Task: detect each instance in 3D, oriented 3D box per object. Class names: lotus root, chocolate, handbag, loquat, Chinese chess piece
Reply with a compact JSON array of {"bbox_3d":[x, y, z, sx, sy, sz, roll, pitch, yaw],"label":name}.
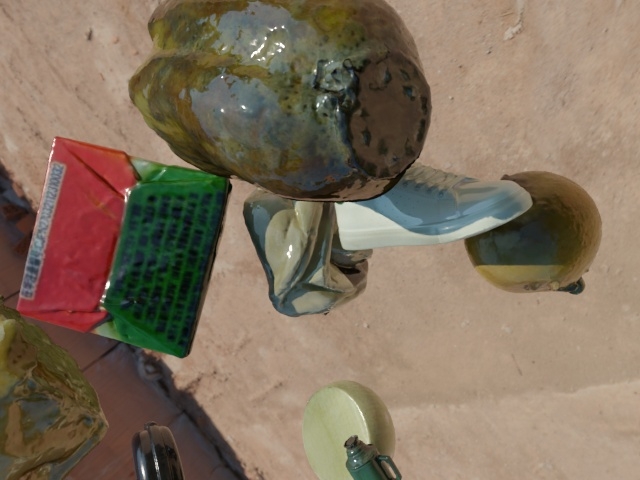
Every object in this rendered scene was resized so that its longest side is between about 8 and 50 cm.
[{"bbox_3d":[-0.041,-0.161,0.541,0.346,0.250,0.251,26,136,44],"label":"lotus root"},{"bbox_3d":[-0.369,0.007,0.976,0.340,0.161,0.361,15,95,-1],"label":"chocolate"},{"bbox_3d":[-0.392,0.567,1.173,0.308,0.092,0.254,-40,64,60],"label":"handbag"},{"bbox_3d":[0.288,-0.003,0.658,0.204,0.172,0.149,49,177,-6],"label":"loquat"},{"bbox_3d":[0.064,0.466,1.177,0.250,0.101,0.251,-7,81,47],"label":"Chinese chess piece"}]

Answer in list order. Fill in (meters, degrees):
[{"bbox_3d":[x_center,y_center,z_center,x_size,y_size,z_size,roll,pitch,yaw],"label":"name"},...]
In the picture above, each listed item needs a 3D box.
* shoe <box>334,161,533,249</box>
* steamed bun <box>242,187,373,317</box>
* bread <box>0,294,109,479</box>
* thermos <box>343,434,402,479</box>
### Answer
[{"bbox_3d":[0.112,-0.054,0.596,0.264,0.095,0.110,-13,99,44],"label":"shoe"},{"bbox_3d":[0.002,0.003,1.109,0.237,0.347,0.394,-13,147,11],"label":"steamed bun"},{"bbox_3d":[-0.369,0.204,0.508,0.196,0.252,0.239,35,156,23],"label":"bread"},{"bbox_3d":[0.108,0.465,0.943,0.188,0.073,0.083,58,150,-3],"label":"thermos"}]
